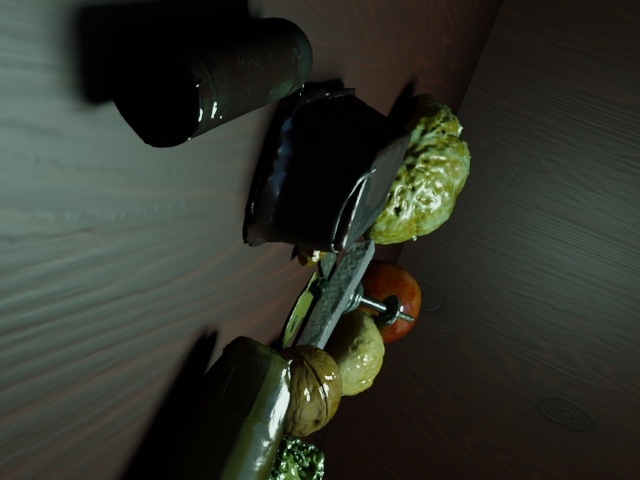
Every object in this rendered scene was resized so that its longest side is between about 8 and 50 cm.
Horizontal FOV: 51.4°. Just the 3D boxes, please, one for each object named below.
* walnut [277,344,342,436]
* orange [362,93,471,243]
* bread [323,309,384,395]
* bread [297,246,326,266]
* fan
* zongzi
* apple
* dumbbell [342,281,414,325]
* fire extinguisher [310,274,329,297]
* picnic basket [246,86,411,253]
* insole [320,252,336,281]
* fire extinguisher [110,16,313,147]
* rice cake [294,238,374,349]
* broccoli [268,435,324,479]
[{"bbox_3d":[-0.040,0.287,1.284,0.207,0.167,0.167,99,18,-49],"label":"walnut"},{"bbox_3d":[0.225,-0.148,1.534,0.369,0.210,0.271,-63,171,-6],"label":"orange"},{"bbox_3d":[0.057,0.294,1.654,0.244,0.134,0.244,-37,-157,18],"label":"bread"},{"bbox_3d":[0.000,0.000,1.189,0.157,0.044,0.052,-47,154,-60],"label":"bread"},{"bbox_3d":[-0.057,0.213,1.426,0.229,0.011,0.335,-40,151,-66],"label":"fan"},{"bbox_3d":[-0.142,0.284,0.954,0.300,0.145,0.274,132,-20,-72],"label":"zongzi"},{"bbox_3d":[0.162,0.161,1.812,0.230,0.229,0.230,23,90,-79],"label":"apple"},{"bbox_3d":[0.122,0.150,1.599,0.110,0.254,0.110,-46,-149,39],"label":"dumbbell"},{"bbox_3d":[0.003,0.093,1.391,0.083,0.025,0.038,-30,135,-71],"label":"fire extinguisher"},{"bbox_3d":[0.024,-0.088,0.916,0.297,0.129,0.223,-39,152,-65],"label":"picnic basket"},{"bbox_3d":[0.017,0.034,1.410,0.248,0.011,0.081,89,23,-61],"label":"insole"},{"bbox_3d":[-0.065,-0.135,0.554,0.268,0.072,0.089,-47,151,-60],"label":"fire extinguisher"},{"bbox_3d":[0.020,0.150,1.463,0.365,0.056,0.073,-62,160,-18],"label":"rice cake"},{"bbox_3d":[-0.086,0.499,1.246,0.288,0.246,0.248,2,155,-45],"label":"broccoli"}]
